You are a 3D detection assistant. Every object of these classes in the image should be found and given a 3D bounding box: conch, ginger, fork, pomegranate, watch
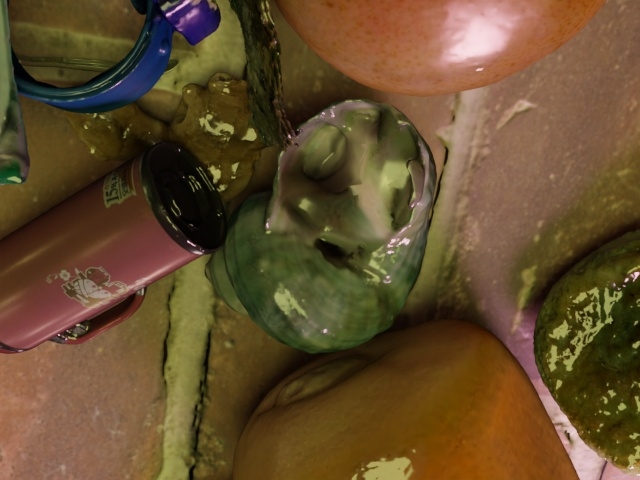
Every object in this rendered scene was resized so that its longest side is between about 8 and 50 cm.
[{"bbox_3d":[0.000,0.000,0.843,0.277,0.195,0.220,-22,114,30],"label":"conch"},{"bbox_3d":[-0.134,-0.111,0.833,0.214,0.059,0.133,27,115,-19],"label":"ginger"},{"bbox_3d":[-0.242,-0.167,0.812,0.219,0.034,0.029,0,122,-6],"label":"fork"},{"bbox_3d":[0.076,-0.265,0.670,0.319,0.319,0.319,-2,114,-5],"label":"pomegranate"},{"bbox_3d":[-0.198,-0.211,0.728,0.200,0.171,0.196,-29,83,3],"label":"watch"}]

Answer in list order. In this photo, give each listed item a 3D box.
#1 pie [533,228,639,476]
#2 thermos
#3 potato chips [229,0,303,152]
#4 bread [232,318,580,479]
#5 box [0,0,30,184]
[{"bbox_3d":[0.361,0.120,0.908,0.276,0.078,0.277,-4,80,24],"label":"pie"},{"bbox_3d":[-0.246,0.031,0.848,0.330,0.136,0.110,-27,75,21],"label":"thermos"},{"bbox_3d":[-0.061,-0.177,0.725,0.029,0.202,0.220,-19,106,-11],"label":"potato chips"},{"bbox_3d":[0.096,0.283,0.927,0.347,0.253,0.376,-25,112,9],"label":"bread"},{"bbox_3d":[-0.362,-0.194,0.607,0.264,0.106,0.337,-6,95,-7],"label":"box"}]
